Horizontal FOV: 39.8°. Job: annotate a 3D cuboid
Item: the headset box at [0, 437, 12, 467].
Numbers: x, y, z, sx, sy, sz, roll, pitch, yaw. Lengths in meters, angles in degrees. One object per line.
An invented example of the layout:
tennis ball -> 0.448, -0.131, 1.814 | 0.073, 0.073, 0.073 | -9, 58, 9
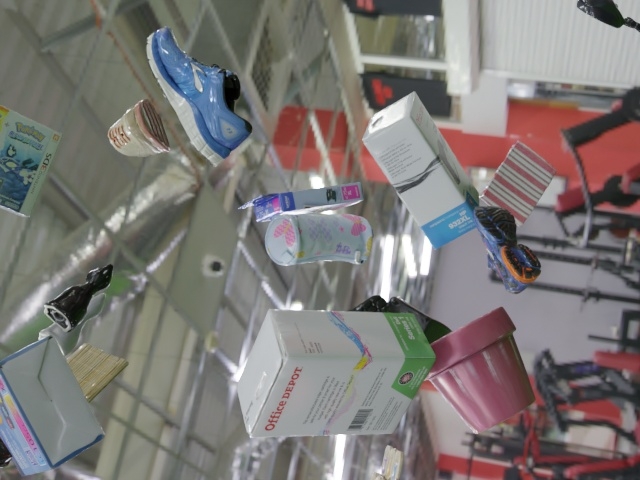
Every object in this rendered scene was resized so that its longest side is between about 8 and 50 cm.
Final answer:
headset box -> -0.683, 0.430, 1.814 | 0.062, 0.083, 0.032 | -2, -48, -53

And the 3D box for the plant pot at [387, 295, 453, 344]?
plant pot -> 0.221, 0.252, 2.355 | 0.187, 0.188, 0.167 | -54, -25, -11

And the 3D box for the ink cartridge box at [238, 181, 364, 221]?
ink cartridge box -> -0.056, -0.105, 2.495 | 0.186, 0.311, 0.065 | -17, 81, 62

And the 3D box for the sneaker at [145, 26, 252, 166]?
sneaker -> -0.241, -0.312, 1.810 | 0.330, 0.147, 0.130 | 58, 180, 18

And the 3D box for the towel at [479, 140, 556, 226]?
towel -> 0.529, -0.152, 2.368 | 0.197, 0.144, 0.029 | -56, 8, -9

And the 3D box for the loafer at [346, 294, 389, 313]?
loafer -> 0.060, 0.204, 2.003 | 0.223, 0.076, 0.078 | -33, -12, -16

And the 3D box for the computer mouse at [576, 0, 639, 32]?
computer mouse -> 0.547, -0.406, 1.596 | 0.242, 0.071, 0.041 | 4, -55, -41

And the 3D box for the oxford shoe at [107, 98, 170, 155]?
oxford shoe -> -0.486, -0.275, 2.335 | 0.397, 0.147, 0.140 | 151, 101, -84

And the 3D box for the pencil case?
pencil case -> 0.000, 0.000, 2.065 | 0.273, 0.114, 0.124 | 1, -108, -45

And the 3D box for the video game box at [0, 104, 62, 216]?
video game box -> -0.641, -0.169, 1.753 | 0.205, 0.048, 0.187 | 26, -104, -36

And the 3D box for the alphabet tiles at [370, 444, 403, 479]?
alphabet tiles -> 0.127, 0.583, 1.896 | 0.284, 0.021, 0.277 | 132, 150, -80

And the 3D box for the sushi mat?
sushi mat -> -0.674, 0.386, 2.474 | 0.316, 0.152, 0.019 | -52, -21, -64

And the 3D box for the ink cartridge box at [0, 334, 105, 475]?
ink cartridge box -> -0.684, 0.408, 2.111 | 0.151, 0.395, 0.270 | -27, -92, -32

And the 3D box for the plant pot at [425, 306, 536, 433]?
plant pot -> 0.295, 0.245, 1.626 | 0.180, 0.201, 0.201 | 61, -171, 12

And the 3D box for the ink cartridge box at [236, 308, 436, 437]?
ink cartridge box -> 0.021, 0.225, 1.490 | 0.201, 0.278, 0.117 | -67, 32, 34

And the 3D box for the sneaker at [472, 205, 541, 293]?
sneaker -> 0.353, 0.016, 1.751 | 0.087, 0.083, 0.221 | 106, 155, -44

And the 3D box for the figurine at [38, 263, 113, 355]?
figurine -> -0.624, 0.178, 2.304 | 0.209, 0.092, 0.215 | -50, -7, -44

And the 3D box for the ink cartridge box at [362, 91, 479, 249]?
ink cartridge box -> 0.242, -0.167, 2.064 | 0.307, 0.129, 0.223 | 55, -159, -15
